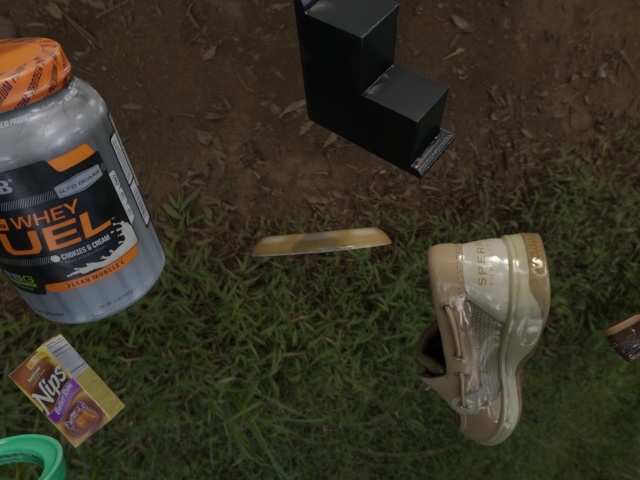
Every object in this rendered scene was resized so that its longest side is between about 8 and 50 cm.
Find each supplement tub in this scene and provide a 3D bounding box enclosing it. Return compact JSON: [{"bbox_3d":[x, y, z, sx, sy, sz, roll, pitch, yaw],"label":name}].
[{"bbox_3d":[-0.329,-0.063,0.573,0.194,0.193,0.315,-21,133,-15],"label":"supplement tub"}]

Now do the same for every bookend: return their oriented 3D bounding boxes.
[{"bbox_3d":[0.061,-0.167,0.469,0.072,0.156,0.157,-48,156,-21],"label":"bookend"}]

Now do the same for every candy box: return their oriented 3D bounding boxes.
[{"bbox_3d":[-0.475,0.283,0.876,0.109,0.053,0.186,-39,93,15],"label":"candy box"}]

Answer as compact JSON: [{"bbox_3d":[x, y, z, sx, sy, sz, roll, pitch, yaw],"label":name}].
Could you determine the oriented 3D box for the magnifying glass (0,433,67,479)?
[{"bbox_3d":[-0.251,0.182,0.257,0.092,0.231,0.026,3,104,21],"label":"magnifying glass"}]

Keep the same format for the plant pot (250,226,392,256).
[{"bbox_3d":[0.000,0.000,0.788,0.237,0.236,0.032,-6,91,-20],"label":"plant pot"}]

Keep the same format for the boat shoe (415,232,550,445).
[{"bbox_3d":[0.162,0.121,0.520,0.110,0.121,0.341,0,133,11],"label":"boat shoe"}]

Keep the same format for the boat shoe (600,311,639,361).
[{"bbox_3d":[0.603,0.136,0.806,0.073,0.073,0.207,-3,146,-51],"label":"boat shoe"}]
